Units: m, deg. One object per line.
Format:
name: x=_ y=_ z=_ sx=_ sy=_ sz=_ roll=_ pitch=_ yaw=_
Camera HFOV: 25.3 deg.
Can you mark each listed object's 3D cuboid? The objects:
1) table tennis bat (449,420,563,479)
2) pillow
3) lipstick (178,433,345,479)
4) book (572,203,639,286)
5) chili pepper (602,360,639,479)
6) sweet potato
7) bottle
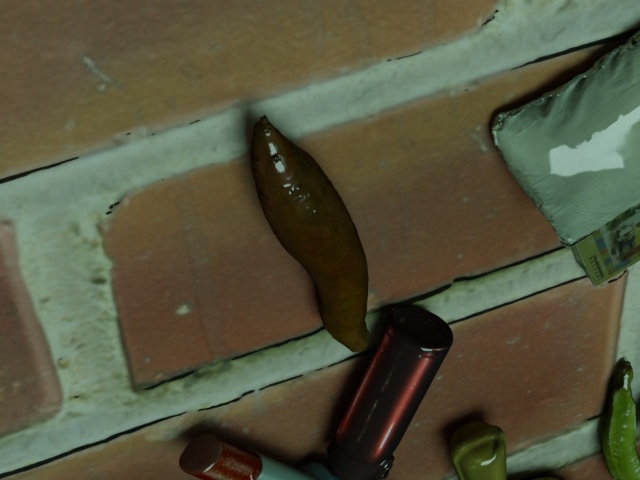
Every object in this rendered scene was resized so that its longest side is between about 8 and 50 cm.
table tennis bat: x=0.165 y=0.272 z=1.376 sx=0.198 sy=0.050 sz=0.321 roll=-24 pitch=140 yaw=-7
pillow: x=0.248 y=-0.098 z=1.074 sx=0.229 sy=0.051 sz=0.128 roll=-32 pitch=116 yaw=1
lipstick: x=-0.014 y=0.217 z=1.207 sx=0.068 sy=0.061 sz=0.274 roll=-44 pitch=135 yaw=14
book: x=0.279 y=-0.061 z=1.163 sx=0.192 sy=0.013 sz=0.168 roll=-33 pitch=136 yaw=0
chili pepper: x=0.296 y=0.197 z=1.381 sx=0.049 sy=0.043 sz=0.208 roll=-19 pitch=136 yaw=4
sweet potato: x=0.001 y=0.000 z=1.030 sx=0.057 sy=0.057 sz=0.264 roll=-31 pitch=138 yaw=-2
bottle: x=0.054 y=0.133 z=1.174 sx=0.060 sy=0.060 sz=0.164 roll=3 pitch=127 yaw=-31
